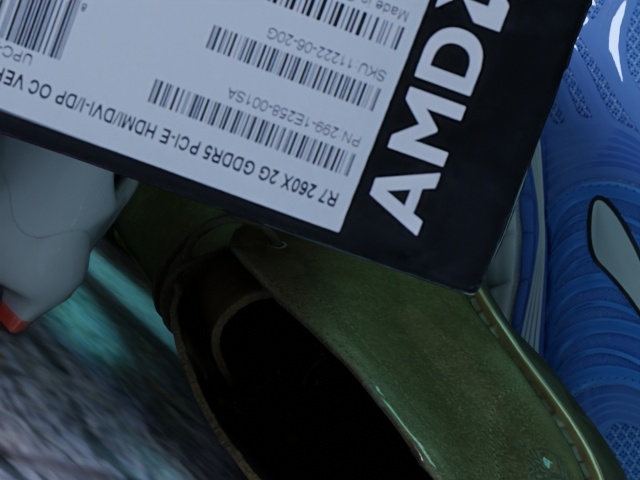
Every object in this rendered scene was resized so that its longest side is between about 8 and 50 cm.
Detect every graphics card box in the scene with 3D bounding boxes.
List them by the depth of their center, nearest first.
[{"bbox_3d":[-0.127,-0.105,0.487,0.370,0.094,0.233,18,8,-8],"label":"graphics card box"}]

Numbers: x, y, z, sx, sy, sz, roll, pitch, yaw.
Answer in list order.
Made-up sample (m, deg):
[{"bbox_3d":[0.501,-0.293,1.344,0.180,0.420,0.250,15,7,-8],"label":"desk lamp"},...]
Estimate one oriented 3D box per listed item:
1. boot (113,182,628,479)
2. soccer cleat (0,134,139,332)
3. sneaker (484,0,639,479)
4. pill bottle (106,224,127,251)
[{"bbox_3d":[-0.015,0.009,0.634,0.115,0.112,0.305,26,18,-50],"label":"boot"},{"bbox_3d":[-0.093,-0.026,0.634,0.068,0.076,0.196,36,5,-15],"label":"soccer cleat"},{"bbox_3d":[0.136,0.024,0.684,0.129,0.147,0.330,-13,91,-59],"label":"sneaker"},{"bbox_3d":[0.000,0.000,0.807,0.215,0.117,0.117,38,5,14],"label":"pill bottle"}]
